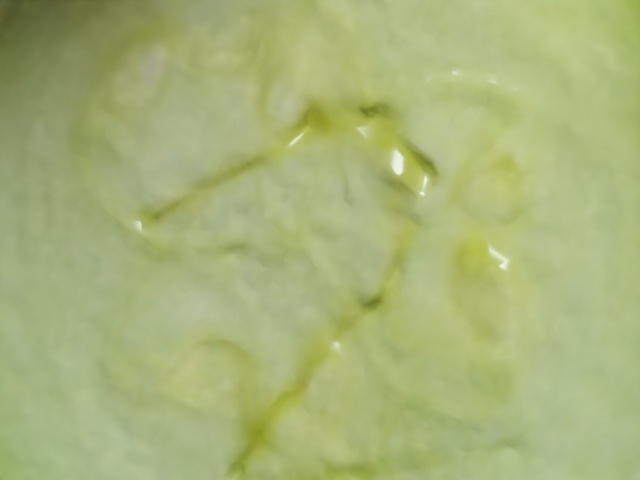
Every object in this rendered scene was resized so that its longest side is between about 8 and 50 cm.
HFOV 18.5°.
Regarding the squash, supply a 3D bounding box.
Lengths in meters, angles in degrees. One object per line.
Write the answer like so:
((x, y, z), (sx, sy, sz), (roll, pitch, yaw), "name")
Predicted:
((0.000, 0.000, 0.538), (0.252, 0.049, 0.252), (3, 100, 16), "squash")
